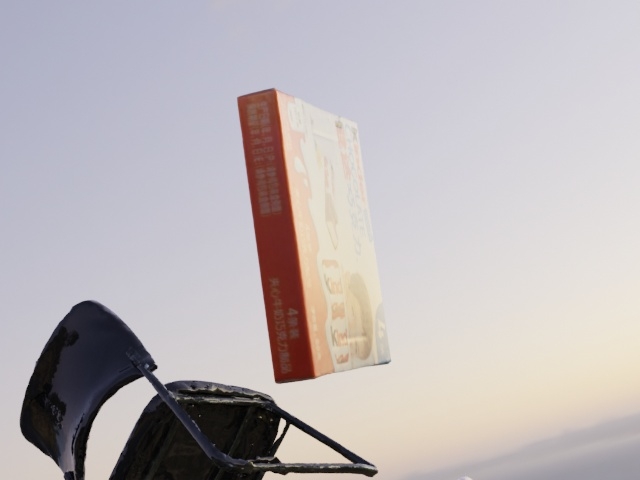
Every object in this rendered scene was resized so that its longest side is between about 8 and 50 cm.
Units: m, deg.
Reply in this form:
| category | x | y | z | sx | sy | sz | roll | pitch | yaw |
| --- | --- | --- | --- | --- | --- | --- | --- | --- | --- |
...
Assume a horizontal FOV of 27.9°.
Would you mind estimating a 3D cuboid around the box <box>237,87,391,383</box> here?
| category | x | y | z | sx | sy | sz | roll | pitch | yaw |
| --- | --- | --- | --- | --- | --- | --- | --- | --- | --- |
| box | 0.000 | 0.000 | 1.299 | 0.048 | 0.273 | 0.265 | -10 | -4 | 17 |

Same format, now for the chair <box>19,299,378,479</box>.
| category | x | y | z | sx | sy | sz | roll | pitch | yaw |
| --- | --- | --- | --- | --- | --- | --- | --- | --- | --- |
| chair | -0.098 | 0.152 | 0.904 | 0.145 | 0.221 | 0.140 | 15 | -73 | -46 |

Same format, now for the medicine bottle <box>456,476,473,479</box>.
| category | x | y | z | sx | sy | sz | roll | pitch | yaw |
| --- | --- | --- | --- | --- | --- | --- | --- | --- | --- |
| medicine bottle | 0.042 | 0.382 | 1.179 | 0.325 | 0.212 | 0.212 | -30 | -12 | 7 |
